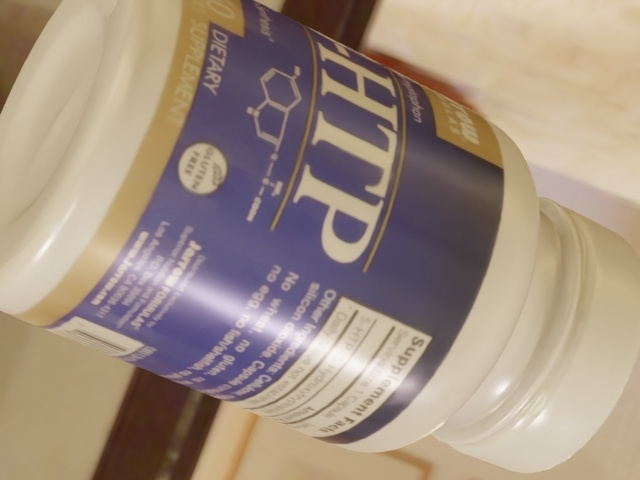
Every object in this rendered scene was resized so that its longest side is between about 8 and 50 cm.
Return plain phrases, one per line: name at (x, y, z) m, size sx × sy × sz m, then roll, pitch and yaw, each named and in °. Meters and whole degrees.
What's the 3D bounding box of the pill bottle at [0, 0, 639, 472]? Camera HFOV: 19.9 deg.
pill bottle at (0.000, 0.000, 0.545) m, size 0.186 × 0.112 × 0.112 m, roll 24°, pitch 176°, yaw -24°
